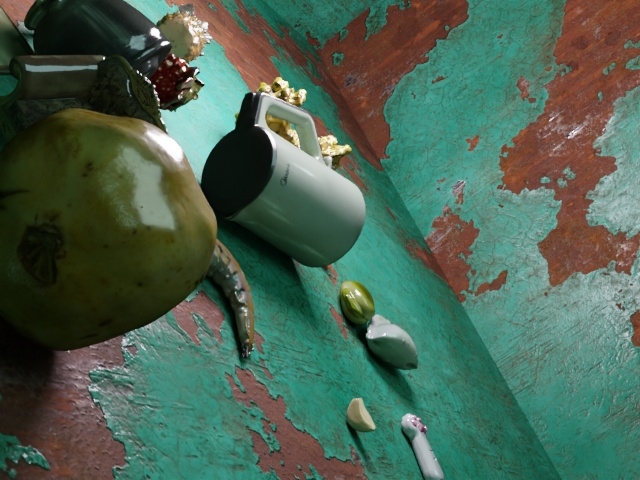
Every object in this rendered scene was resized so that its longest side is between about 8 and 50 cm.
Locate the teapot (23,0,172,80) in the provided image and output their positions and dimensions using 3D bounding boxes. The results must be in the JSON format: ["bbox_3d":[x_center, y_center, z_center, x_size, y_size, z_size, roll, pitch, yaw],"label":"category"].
[{"bbox_3d":[-0.437,-0.392,1.662,0.239,0.239,0.321,50,17,-7],"label":"teapot"}]

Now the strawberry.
[{"bbox_3d":[-0.429,-0.401,1.959,0.306,0.137,0.233,29,-2,-1],"label":"strawberry"}]

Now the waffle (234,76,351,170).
[{"bbox_3d":[-0.094,-0.276,2.355,0.324,0.261,0.151,50,9,-26],"label":"waffle"}]

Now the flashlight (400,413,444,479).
[{"bbox_3d":[0.260,0.526,2.126,0.093,0.047,0.200,38,22,-46],"label":"flashlight"}]

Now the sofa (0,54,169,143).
[{"bbox_3d":[-0.392,-0.192,1.393,0.200,0.182,0.258,-14,68,-47],"label":"sofa"}]

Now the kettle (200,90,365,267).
[{"bbox_3d":[-0.081,-0.159,2.080,0.377,0.250,0.361,30,68,-49],"label":"kettle"}]

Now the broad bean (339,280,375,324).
[{"bbox_3d":[0.099,0.170,2.345,0.124,0.082,0.174,51,7,-14],"label":"broad bean"}]

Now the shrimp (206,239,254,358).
[{"bbox_3d":[-0.202,0.091,1.703,0.287,0.068,0.185,63,19,-5],"label":"shrimp"}]

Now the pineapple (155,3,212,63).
[{"bbox_3d":[-0.374,-0.578,2.372,0.310,0.141,0.170,-72,162,-75],"label":"pineapple"}]

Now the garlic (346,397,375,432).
[{"bbox_3d":[0.085,0.394,1.885,0.041,0.053,0.083,26,38,-62],"label":"garlic"}]

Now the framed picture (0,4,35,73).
[{"bbox_3d":[-0.607,-0.375,1.555,0.173,0.010,0.231,55,16,0],"label":"framed picture"}]

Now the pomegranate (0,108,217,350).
[{"bbox_3d":[-0.305,-0.012,1.149,0.332,0.333,0.332,48,17,-21],"label":"pomegranate"}]

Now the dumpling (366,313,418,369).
[{"bbox_3d":[0.186,0.280,2.333,0.217,0.104,0.149,32,-2,-40],"label":"dumpling"}]
